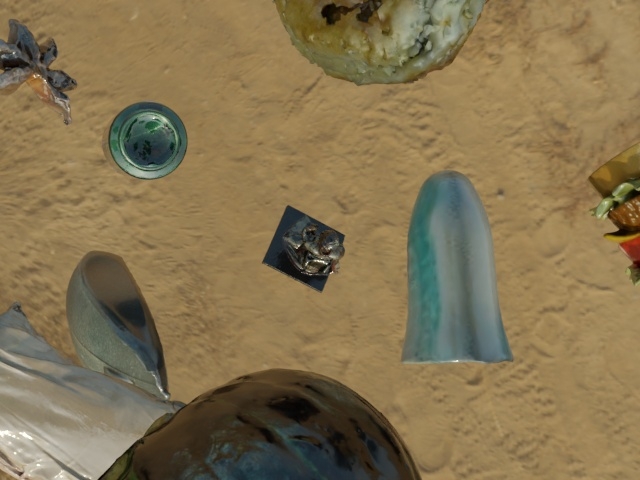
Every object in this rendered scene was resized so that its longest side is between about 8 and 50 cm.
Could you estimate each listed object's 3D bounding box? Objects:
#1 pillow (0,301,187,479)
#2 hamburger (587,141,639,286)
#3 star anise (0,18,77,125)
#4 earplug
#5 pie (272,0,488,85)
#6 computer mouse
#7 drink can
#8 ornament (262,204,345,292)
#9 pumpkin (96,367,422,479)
[{"bbox_3d":[-0.304,0.193,1.060,0.270,0.067,0.173,38,82,-21],"label":"pillow"},{"bbox_3d":[0.474,-0.040,1.110,0.274,0.274,0.212,-22,79,-21],"label":"hamburger"},{"bbox_3d":[-0.515,-0.314,1.671,0.208,0.063,0.171,21,58,-49],"label":"star anise"},{"bbox_3d":[0.222,0.042,1.558,0.185,0.185,0.323,3,82,-23],"label":"earplug"},{"bbox_3d":[0.043,-0.269,0.805,0.085,0.308,0.308,-8,96,-49],"label":"pie"},{"bbox_3d":[-0.334,0.150,1.487,0.114,0.374,0.203,-11,120,-21],"label":"computer mouse"},{"bbox_3d":[-0.274,-0.151,1.441,0.118,0.205,0.118,-2,96,-17],"label":"drink can"},{"bbox_3d":[0.000,0.000,2.004,0.166,0.196,0.153,27,69,-11],"label":"ornament"},{"bbox_3d":[-0.066,0.233,0.717,0.315,0.315,0.238,-40,67,-17],"label":"pumpkin"}]
